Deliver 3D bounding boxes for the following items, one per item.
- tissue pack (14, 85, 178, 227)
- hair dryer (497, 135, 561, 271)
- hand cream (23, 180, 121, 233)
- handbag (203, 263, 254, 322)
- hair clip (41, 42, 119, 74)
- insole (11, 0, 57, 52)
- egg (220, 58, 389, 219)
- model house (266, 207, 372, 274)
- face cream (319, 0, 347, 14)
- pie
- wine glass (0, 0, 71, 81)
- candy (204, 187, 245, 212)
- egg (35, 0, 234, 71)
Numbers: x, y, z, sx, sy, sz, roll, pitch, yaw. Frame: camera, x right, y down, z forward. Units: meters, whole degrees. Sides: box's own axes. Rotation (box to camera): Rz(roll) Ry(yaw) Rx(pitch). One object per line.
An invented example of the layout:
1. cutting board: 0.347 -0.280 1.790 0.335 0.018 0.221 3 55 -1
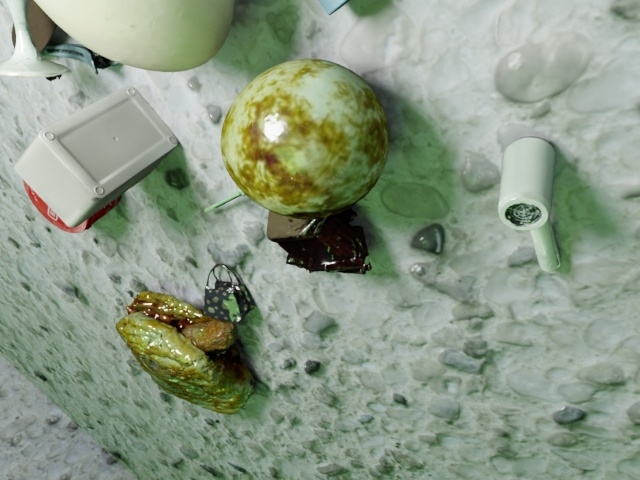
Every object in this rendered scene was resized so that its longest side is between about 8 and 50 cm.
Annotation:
1. tissue pack: -0.427 -0.169 1.030 0.136 0.246 0.159 -27 107 41
2. hair dryer: 0.323 -0.024 0.797 0.073 0.131 0.236 -3 136 29
3. hand cream: -0.582 -0.125 1.244 0.193 0.125 0.193 16 130 20
4. handbag: -0.227 0.118 1.275 0.115 0.072 0.139 9 116 27
5. hair clip: -0.497 -0.370 1.054 0.229 0.070 0.039 17 136 29
6. insole: -0.521 -0.450 1.006 0.327 0.007 0.111 -20 93 37
7. egg: -0.033 -0.150 0.817 0.289 0.238 0.238 -5 122 45
8. model house: 0.001 -0.008 1.011 0.164 0.141 0.203 37 161 -32
9. face cream: -0.031 -0.431 0.700 0.077 0.077 0.250 -23 111 41
10. pie: -0.377 0.333 1.455 0.395 0.180 0.418 17 139 18
11. wine glass: -0.526 -0.446 0.913 0.143 0.143 0.321 14 116 22
12. candy: -0.151 -0.095 1.050 0.287 0.078 0.084 -21 95 45
13. egg: -0.268 -0.396 0.731 0.283 0.283 0.345 -19 116 40
